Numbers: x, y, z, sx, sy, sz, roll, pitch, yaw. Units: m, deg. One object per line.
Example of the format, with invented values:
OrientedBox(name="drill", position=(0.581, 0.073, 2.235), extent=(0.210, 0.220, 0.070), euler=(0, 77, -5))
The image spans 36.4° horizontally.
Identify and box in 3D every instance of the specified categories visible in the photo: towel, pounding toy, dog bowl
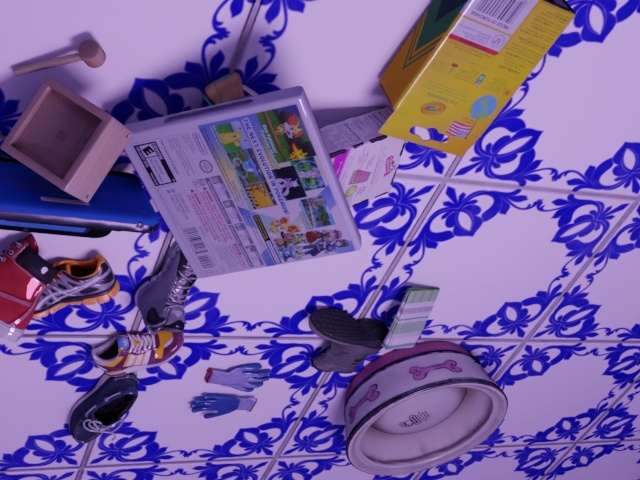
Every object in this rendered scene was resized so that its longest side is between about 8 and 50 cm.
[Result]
OrientedBox(name="towel", position=(0.197, 0.169, 2.128), extent=(0.113, 0.023, 0.152), euler=(0, 118, -49))
OrientedBox(name="pounding toy", position=(-0.370, -0.193, 1.441), extent=(0.206, 0.181, 0.094), euler=(-57, 165, -4))
OrientedBox(name="dog bowl", position=(0.238, 0.403, 2.366), extent=(0.407, 0.150, 0.408), euler=(-12, 141, -10))

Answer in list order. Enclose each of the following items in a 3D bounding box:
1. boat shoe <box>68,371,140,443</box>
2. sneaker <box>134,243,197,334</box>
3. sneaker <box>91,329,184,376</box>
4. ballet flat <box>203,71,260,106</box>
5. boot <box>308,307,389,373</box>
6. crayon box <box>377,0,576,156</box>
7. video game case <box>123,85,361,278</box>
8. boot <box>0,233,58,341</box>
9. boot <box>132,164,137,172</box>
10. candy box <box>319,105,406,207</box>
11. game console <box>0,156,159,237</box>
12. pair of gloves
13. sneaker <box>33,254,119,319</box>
OrientedBox(name="boat shoe", position=(-0.461, 0.368, 2.082), extent=(0.095, 0.079, 0.254), euler=(20, 127, -39))
OrientedBox(name="sneaker", position=(-0.256, 0.097, 1.812), extent=(0.086, 0.132, 0.229), euler=(20, 127, -38))
OrientedBox(name="sneaker", position=(-0.367, 0.217, 1.954), extent=(0.185, 0.070, 0.084), euler=(-23, 146, 2))
OrientedBox(name="ballet flat", position=(-0.103, -0.188, 1.593), extent=(0.073, 0.080, 0.232), euler=(-39, 140, 3))
OrientedBox(name="boot", position=(0.033, 0.237, 2.135), extent=(0.246, 0.083, 0.161), euler=(18, 129, -43))
OrientedBox(name="crayon box", position=(0.239, -0.295, 1.599), extent=(0.202, 0.081, 0.318), euler=(13, 128, -34))
OrientedBox(name="video game case", position=(-0.120, -0.081, 1.559), extent=(0.299, 0.036, 0.329), euler=(-10, 132, 14))
OrientedBox(name="boot", position=(-0.583, 0.041, 1.659), extent=(0.244, 0.088, 0.176), euler=(30, 85, -15))
OrientedBox(name="boot", position=(-0.203, -0.115, 1.631), extent=(0.165, 0.077, 0.213), euler=(-25, 137, 6))
OrientedBox(name="candy box", position=(0.030, -0.125, 1.669), extent=(0.233, 0.071, 0.159), euler=(-21, 145, -31))
OrientedBox(name="game console", position=(-0.436, -0.029, 1.539), extent=(0.293, 0.250, 0.173), euler=(5, 117, -28))
OrientedBox(name="pair of gloves", position=(-0.205, 0.342, 2.207), extent=(0.159, 0.023, 0.198), euler=(6, 133, -26))
OrientedBox(name="sneaker", position=(-0.474, 0.077, 1.747), extent=(0.214, 0.084, 0.083), euler=(-14, 131, -16))
